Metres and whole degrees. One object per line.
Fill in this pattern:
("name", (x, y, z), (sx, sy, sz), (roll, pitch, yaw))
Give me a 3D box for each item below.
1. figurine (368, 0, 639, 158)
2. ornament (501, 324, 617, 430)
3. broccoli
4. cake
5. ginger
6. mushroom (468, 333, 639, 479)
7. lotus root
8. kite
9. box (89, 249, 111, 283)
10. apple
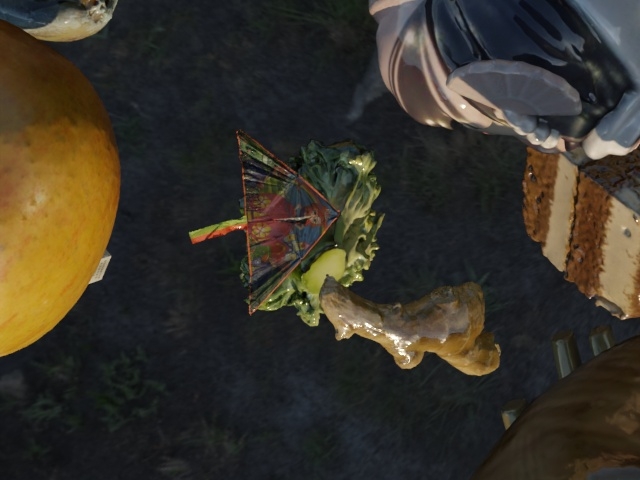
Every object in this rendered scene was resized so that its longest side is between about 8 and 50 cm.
("figurine", (0.189, -0.181, 0.858), (0.253, 0.361, 0.211), (28, 107, 40))
("ornament", (0.199, 0.214, 0.784), (0.061, 0.230, 0.245), (-13, 98, 31))
("broccoli", (0.000, 0.000, 1.645), (0.247, 0.245, 0.288), (-6, 122, -15))
("cake", (0.496, -0.074, 1.687), (0.255, 0.282, 0.290), (-31, 50, -22))
("ginger", (0.144, 0.119, 1.507), (0.148, 0.333, 0.081), (-62, 33, 29))
("mushroom", (0.184, 0.176, 0.585), (0.313, 0.397, 0.224), (19, 129, -7))
("lotus root", (-0.368, -0.325, 1.169), (0.322, 0.140, 0.158), (20, 130, 11))
("kite", (-0.055, -0.019, 1.071), (0.159, 0.010, 0.190), (-5, 99, -18))
("box", (-0.349, 0.044, 1.539), (0.024, 0.083, 0.054), (48, 131, 19))
("apple", (-0.320, -0.051, 0.957), (0.299, 0.299, 0.275), (31, 80, 15))
